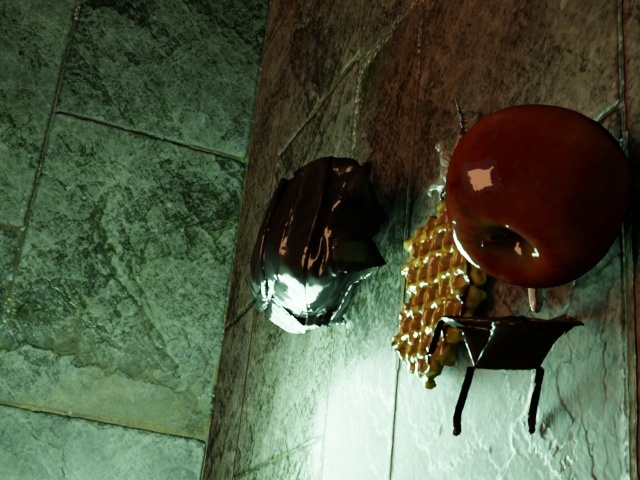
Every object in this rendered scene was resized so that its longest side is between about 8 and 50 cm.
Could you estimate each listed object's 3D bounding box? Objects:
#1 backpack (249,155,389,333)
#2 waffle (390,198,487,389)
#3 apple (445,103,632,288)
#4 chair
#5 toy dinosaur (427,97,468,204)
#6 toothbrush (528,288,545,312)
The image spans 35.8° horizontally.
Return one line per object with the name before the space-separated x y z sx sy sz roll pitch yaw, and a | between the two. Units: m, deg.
backpack | 0.000 0.000 1.962 0.446 0.254 0.363 120 162 -79
waffle | 0.191 0.081 1.614 0.281 0.058 0.301 125 155 -46
apple | 0.272 -0.061 1.227 0.230 0.230 0.230 -166 90 -73
chair | 0.231 0.134 1.268 0.149 0.174 0.213 -101 19 -45
toy dinosaur | 0.226 -0.140 1.694 0.082 0.039 0.209 -133 48 -66
toothbrush | 0.299 -0.015 1.404 0.026 0.022 0.263 -37 40 43
